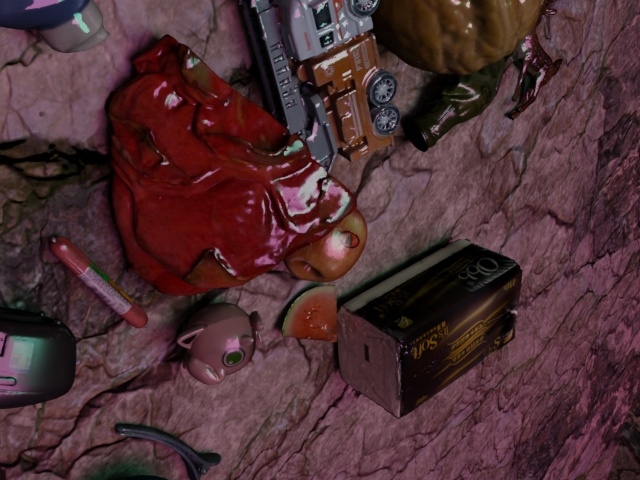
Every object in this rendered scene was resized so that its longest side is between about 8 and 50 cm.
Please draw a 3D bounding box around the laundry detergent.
[{"bbox_3d":[-0.329,-0.315,0.749,0.143,0.094,0.290,-45,134,-15],"label":"laundry detergent"}]

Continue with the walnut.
[{"bbox_3d":[0.198,-0.417,1.068,0.333,0.333,0.333,-21,124,-36],"label":"walnut"}]

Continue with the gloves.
[{"bbox_3d":[0.263,-0.274,1.340,0.268,0.107,0.135,-53,167,-13],"label":"gloves"}]

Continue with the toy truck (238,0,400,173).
[{"bbox_3d":[-0.005,-0.267,1.062,0.184,0.133,0.338,-32,132,-17],"label":"toy truck"}]

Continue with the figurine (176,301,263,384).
[{"bbox_3d":[-0.157,0.160,1.134,0.138,0.125,0.125,-19,124,-18],"label":"figurine"}]

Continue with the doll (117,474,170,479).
[{"bbox_3d":[-0.318,0.477,1.099,0.321,0.186,0.199,-13,88,-20],"label":"doll"}]

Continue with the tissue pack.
[{"bbox_3d":[0.213,0.161,1.434,0.370,0.198,0.210,-26,130,-32],"label":"tissue pack"}]

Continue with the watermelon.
[{"bbox_3d":[-0.008,0.157,1.297,0.135,0.094,0.125,-21,132,-30],"label":"watermelon"}]

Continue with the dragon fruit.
[{"bbox_3d":[-0.148,-0.075,0.949,0.286,0.228,0.329,-43,136,-18],"label":"dragon fruit"}]

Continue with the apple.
[{"bbox_3d":[0.000,0.000,1.187,0.146,0.146,0.131,42,58,-46],"label":"apple"}]

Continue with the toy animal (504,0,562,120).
[{"bbox_3d":[0.430,-0.400,1.465,0.260,0.087,0.243,-61,151,-4],"label":"toy animal"}]

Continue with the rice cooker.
[{"bbox_3d":[-0.400,0.142,0.879,0.203,0.142,0.118,14,87,-47],"label":"rice cooker"}]

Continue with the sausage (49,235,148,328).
[{"bbox_3d":[-0.307,0.063,1.008,0.029,0.029,0.223,-48,136,-15],"label":"sausage"}]

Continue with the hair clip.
[{"bbox_3d":[-0.256,0.346,1.202,0.070,0.039,0.229,-52,131,-12],"label":"hair clip"}]
